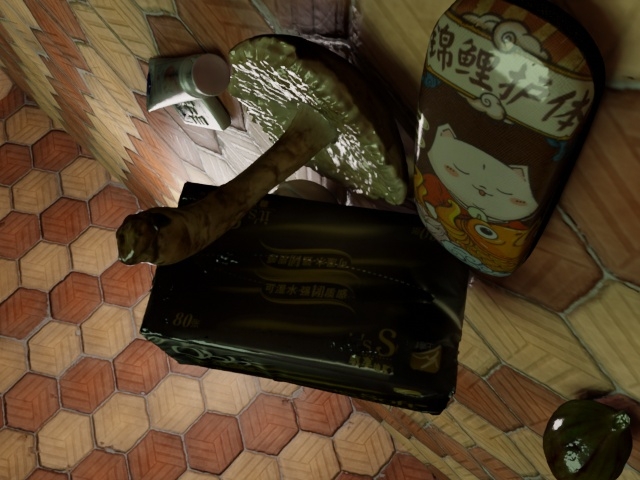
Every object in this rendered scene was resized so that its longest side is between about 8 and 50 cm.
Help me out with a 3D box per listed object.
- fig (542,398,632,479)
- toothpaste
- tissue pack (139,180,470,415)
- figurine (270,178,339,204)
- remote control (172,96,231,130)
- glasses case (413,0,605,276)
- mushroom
[{"bbox_3d":[0.348,0.253,0.773,0.109,0.103,0.155,64,157,22],"label":"fig"},{"bbox_3d":[-0.239,-0.263,1.004,0.323,0.066,0.100,18,107,57],"label":"toothpaste"},{"bbox_3d":[-0.011,0.073,0.757,0.369,0.210,0.198,8,161,10],"label":"tissue pack"},{"bbox_3d":[0.006,-0.008,0.936,0.256,0.145,0.182,41,-176,6],"label":"figurine"},{"bbox_3d":[-0.226,-0.242,1.096,0.190,0.029,0.088,23,153,52],"label":"remote control"},{"bbox_3d":[0.142,-0.067,0.513,0.122,0.082,0.321,40,164,23],"label":"glasses case"},{"bbox_3d":[-0.069,-0.092,0.637,0.233,0.301,0.208,113,138,-72],"label":"mushroom"}]
